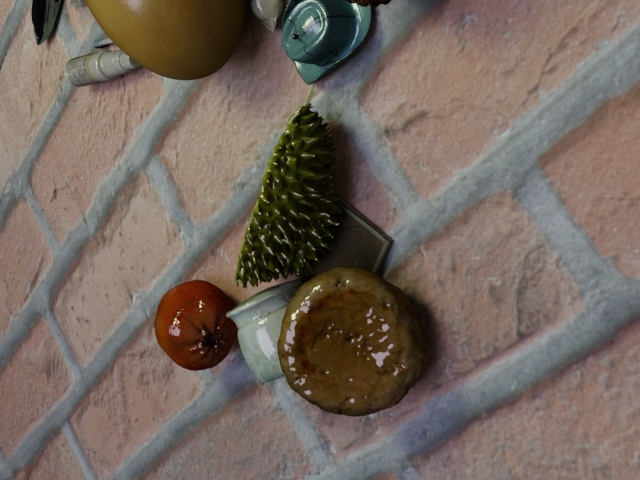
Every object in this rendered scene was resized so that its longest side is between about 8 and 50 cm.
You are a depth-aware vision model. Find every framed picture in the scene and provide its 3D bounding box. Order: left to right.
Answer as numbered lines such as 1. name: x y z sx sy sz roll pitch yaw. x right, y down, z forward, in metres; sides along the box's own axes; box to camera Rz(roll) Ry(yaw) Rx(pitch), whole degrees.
1. framed picture: 0.000 0.000 1.413 0.250 0.016 0.184 40 127 29

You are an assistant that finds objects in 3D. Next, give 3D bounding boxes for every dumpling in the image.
1. dumpling: -0.084 -0.378 1.367 0.052 0.057 0.076 -42 99 6

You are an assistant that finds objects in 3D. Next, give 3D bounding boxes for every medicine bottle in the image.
1. medicine bottle: -0.427 -0.363 1.696 0.221 0.061 0.092 2 84 44
2. medicine bottle: -0.069 0.149 1.429 0.147 0.147 0.143 -26 88 46

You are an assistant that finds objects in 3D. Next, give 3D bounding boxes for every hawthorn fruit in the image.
1. hawthorn fruit: -0.259 0.148 1.658 0.285 0.165 0.165 -159 61 -65

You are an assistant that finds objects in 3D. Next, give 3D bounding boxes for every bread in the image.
1. bread: 0.045 0.154 1.300 0.230 0.123 0.229 0 95 2

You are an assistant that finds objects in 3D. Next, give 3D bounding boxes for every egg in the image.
1. egg: -0.251 -0.412 1.366 0.250 0.250 0.322 -26 89 46

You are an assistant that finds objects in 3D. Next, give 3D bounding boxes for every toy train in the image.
1. toy train: -0.572 -0.522 1.797 0.055 0.048 0.252 44 135 20

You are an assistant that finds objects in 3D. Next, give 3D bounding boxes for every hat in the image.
1. hat: -0.009 -0.315 1.280 0.191 0.078 0.138 -41 72 43

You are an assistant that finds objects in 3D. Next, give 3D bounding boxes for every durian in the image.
1. durian: -0.068 -0.053 1.346 0.169 0.158 0.355 55 136 40

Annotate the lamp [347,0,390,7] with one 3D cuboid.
1. lamp: 0.051 -0.415 1.082 0.247 0.247 0.246 15 113 41
